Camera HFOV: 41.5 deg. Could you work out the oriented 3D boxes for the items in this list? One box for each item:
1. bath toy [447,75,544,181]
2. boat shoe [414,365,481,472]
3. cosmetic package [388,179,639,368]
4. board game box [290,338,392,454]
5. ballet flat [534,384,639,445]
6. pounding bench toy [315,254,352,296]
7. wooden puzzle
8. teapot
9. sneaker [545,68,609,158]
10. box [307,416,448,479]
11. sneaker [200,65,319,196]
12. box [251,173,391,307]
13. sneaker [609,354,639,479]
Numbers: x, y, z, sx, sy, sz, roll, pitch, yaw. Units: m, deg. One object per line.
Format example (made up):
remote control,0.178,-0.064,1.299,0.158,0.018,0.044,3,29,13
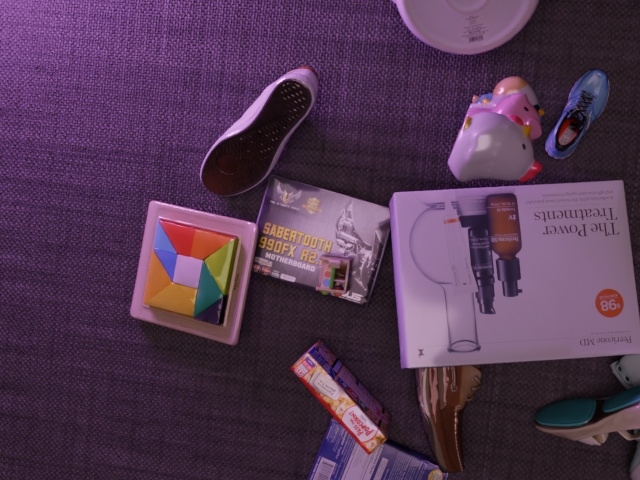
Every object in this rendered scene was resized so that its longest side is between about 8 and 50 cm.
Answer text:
bath toy,0.281,-0.168,1.297,0.129,0.348,0.151,23,111,6
boat shoe,0.218,0.231,1.442,0.120,0.122,0.324,-11,91,4
cosmetic package,0.310,0.057,1.373,0.377,0.097,0.284,-4,83,-2
board game box,0.040,0.264,1.455,0.045,0.147,0.193,-44,86,8
ballet flat,0.469,0.297,1.385,0.248,0.086,0.086,-26,88,44
pounding bench toy,0.021,0.062,1.422,0.052,0.083,0.065,8,94,7
wooden puzzle,-0.233,0.056,1.509,0.238,0.044,0.221,13,96,23
teapot,0.244,-0.441,1.377,0.256,0.187,0.252,28,126,-11
sneaker,0.435,-0.210,1.408,0.063,0.073,0.162,27,96,7
box,0.101,0.421,1.509,0.225,0.036,0.136,23,96,8
sneaker,-0.097,-0.190,1.490,0.106,0.123,0.290,43,119,-11
box,0.000,0.000,1.494,0.231,0.056,0.183,17,96,7
sneaker,0.548,0.278,1.423,0.151,0.094,0.256,40,125,42
